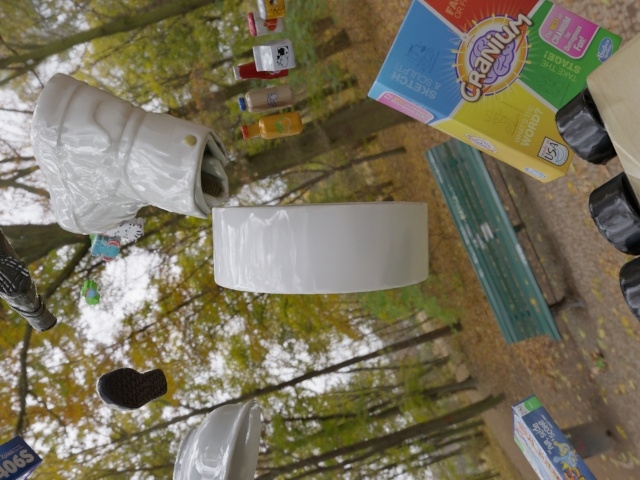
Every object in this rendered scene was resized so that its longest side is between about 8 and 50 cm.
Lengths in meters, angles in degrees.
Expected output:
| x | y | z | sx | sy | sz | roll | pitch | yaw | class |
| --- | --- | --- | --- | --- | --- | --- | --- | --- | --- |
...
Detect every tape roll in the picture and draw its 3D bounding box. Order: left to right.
| x | y | z | sx | sy | sz | roll | pitch | yaw | class |
| --- | --- | --- | --- | --- | --- | --- | --- | --- | --- |
| 0.000 | 0.000 | 0.719 | 0.286 | 0.286 | 0.100 | -47 | -45 | -84 | tape roll |

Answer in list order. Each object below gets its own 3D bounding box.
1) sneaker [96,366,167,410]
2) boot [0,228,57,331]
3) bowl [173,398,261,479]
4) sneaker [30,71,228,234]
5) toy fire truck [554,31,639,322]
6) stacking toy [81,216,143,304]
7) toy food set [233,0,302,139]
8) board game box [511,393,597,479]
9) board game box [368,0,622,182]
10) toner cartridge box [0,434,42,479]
| x | y | z | sx | sy | sz | roll | pitch | yaw | class |
| --- | --- | --- | --- | --- | --- | --- | --- | --- | --- |
| -0.400 | 0.312 | 1.102 | 0.234 | 0.097 | 0.084 | 51 | -159 | -72 | sneaker |
| -0.609 | 0.067 | 1.041 | 0.246 | 0.083 | 0.161 | 42 | 150 | 24 | boot |
| -0.230 | 0.490 | 1.177 | 0.298 | 0.134 | 0.297 | 7 | -90 | -82 | bowl |
| -0.188 | -0.053 | 0.585 | 0.292 | 0.169 | 0.108 | 138 | 147 | -70 | sneaker |
| 0.332 | -0.043 | 0.379 | 0.158 | 0.247 | 0.217 | -45 | 43 | 49 | toy fire truck |
| -0.352 | -0.016 | 0.920 | 0.052 | 0.221 | 0.167 | 16 | -143 | -29 | stacking toy |
| -0.102 | -0.294 | 0.918 | 0.111 | 0.105 | 0.232 | -113 | 12 | -56 | toy food set |
| 0.310 | 0.305 | 0.664 | 0.201 | 0.035 | 0.136 | 61 | 178 | 42 | board game box |
| 0.267 | -0.266 | 0.833 | 0.317 | 0.242 | 0.064 | 25 | 174 | -3 | board game box |
| -0.637 | 0.463 | 0.888 | 0.075 | 0.165 | 0.348 | 43 | -175 | 4 | toner cartridge box |
